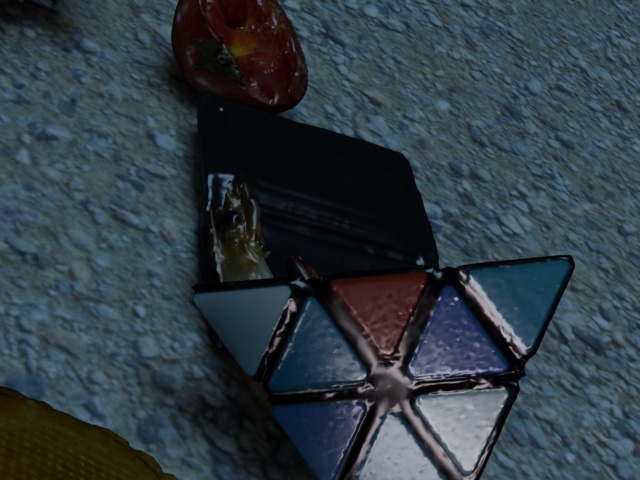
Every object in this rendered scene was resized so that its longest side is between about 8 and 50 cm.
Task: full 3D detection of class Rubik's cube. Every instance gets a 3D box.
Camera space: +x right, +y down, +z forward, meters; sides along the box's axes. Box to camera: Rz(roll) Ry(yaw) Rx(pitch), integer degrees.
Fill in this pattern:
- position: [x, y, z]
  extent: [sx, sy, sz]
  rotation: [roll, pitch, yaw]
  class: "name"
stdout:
- position: [0.084, 0.071, 1.211]
  extent: [0.284, 0.250, 0.234]
  rotation: [50, 8, 0]
  class: "Rubik's cube"

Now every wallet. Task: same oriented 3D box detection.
- position: [0.000, 0.000, 1.391]
  extent: [0.247, 0.041, 0.323]
  rotation: [14, 40, -23]
  class: "wallet"

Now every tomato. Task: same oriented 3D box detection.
- position: [-0.090, -0.184, 1.527]
  extent: [0.159, 0.091, 0.139]
  rotation: [54, 36, -11]
  class: "tomato"

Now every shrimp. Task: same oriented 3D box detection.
- position: [-0.023, 0.058, 1.250]
  extent: [0.133, 0.053, 0.236]
  rotation: [-6, 61, -35]
  class: "shrimp"

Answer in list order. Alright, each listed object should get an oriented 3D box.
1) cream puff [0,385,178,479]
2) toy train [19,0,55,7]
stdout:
- position: [-0.160, 0.229, 0.799]
  extent: [0.303, 0.212, 0.303]
  rotation: [31, 21, -14]
  class: "cream puff"
- position: [-0.331, -0.342, 1.457]
  extent: [0.299, 0.131, 0.202]
  rotation: [39, 3, 17]
  class: "toy train"
